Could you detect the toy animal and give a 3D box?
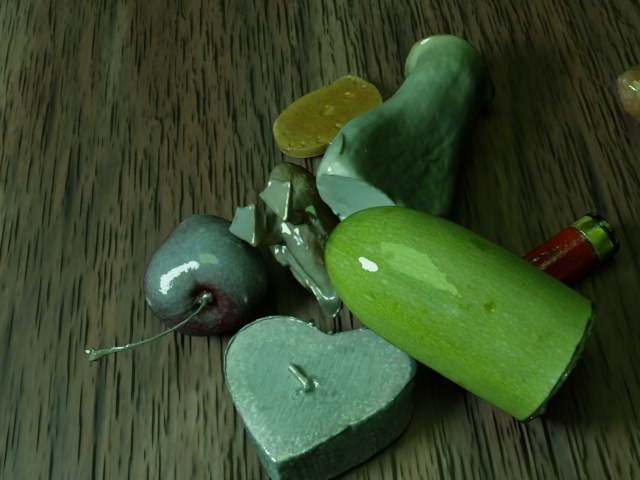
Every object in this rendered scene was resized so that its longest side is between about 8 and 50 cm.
[{"bbox_3d":[0.000,0.000,1.129,0.089,0.179,0.188,-35,67,27],"label":"toy animal"}]

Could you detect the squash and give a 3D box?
[{"bbox_3d":[0.113,0.051,0.993,0.247,0.132,0.132,29,61,5],"label":"squash"}]

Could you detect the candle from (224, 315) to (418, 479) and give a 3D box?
[{"bbox_3d":[-0.009,0.155,1.033,0.192,0.068,0.168,8,50,21],"label":"candle"}]

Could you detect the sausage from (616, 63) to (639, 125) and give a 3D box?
[{"bbox_3d":[0.485,-0.187,1.185,0.326,0.079,0.087,-11,39,3],"label":"sausage"}]

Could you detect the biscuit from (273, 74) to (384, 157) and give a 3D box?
[{"bbox_3d":[0.015,-0.137,1.295,0.140,0.023,0.118,-26,50,-8],"label":"biscuit"}]

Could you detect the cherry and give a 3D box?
[{"bbox_3d":[-0.149,0.041,1.133,0.188,0.115,0.148,-18,69,6],"label":"cherry"}]

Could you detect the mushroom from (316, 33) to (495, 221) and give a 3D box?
[{"bbox_3d":[0.101,-0.115,1.156,0.122,0.159,0.329,5,44,24],"label":"mushroom"}]

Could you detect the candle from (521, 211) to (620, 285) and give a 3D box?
[{"bbox_3d":[0.234,0.025,1.092,0.130,0.052,0.052,-33,52,-11],"label":"candle"}]
